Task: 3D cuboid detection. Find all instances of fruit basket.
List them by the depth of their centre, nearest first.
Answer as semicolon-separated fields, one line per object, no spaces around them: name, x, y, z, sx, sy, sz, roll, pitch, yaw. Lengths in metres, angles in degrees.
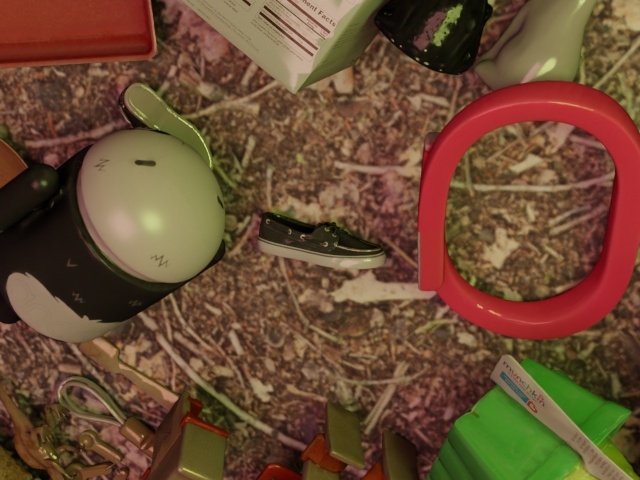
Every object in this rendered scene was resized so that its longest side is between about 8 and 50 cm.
fruit basket;0.271;0.287;1.165;0.353;0.165;0.327;38;153;16

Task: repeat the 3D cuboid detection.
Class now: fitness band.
fitness band;0.196;-0.022;1.159;0.209;0.054;0.291;2;129;3

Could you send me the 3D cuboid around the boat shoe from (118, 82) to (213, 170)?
boat shoe;-0.165;-0.113;1.304;0.125;0.046;0.038;44;157;-16

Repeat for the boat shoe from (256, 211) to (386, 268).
boat shoe;0.000;0.000;1.282;0.142;0.049;0.040;9;108;17

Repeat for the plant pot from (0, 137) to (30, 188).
plant pot;-0.408;-0.027;1.411;0.236;0.032;0.236;5;108;17

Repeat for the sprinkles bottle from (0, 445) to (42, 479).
sprinkles bottle;-0.471;0.235;1.462;0.355;0.121;0.121;44;114;1

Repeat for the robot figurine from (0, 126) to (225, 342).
robot figurine;-0.225;-0.003;1.264;0.278;0.209;0.173;-31;92;34

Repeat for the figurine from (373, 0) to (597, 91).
figurine;0.188;-0.231;1.091;0.209;0.215;0.092;-56;41;20

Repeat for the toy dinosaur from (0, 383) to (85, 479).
toy dinosaur;-0.333;0.229;1.439;0.093;0.053;0.183;-32;91;39

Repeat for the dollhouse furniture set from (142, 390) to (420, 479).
dollhouse furniture set;-0.056;0.277;1.344;0.259;0.135;0.262;29;115;-16

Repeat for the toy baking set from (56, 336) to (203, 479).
toy baking set;-0.216;0.237;1.432;0.197;0.030;0.256;6;108;16

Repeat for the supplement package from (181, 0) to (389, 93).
supplement package;0.008;-0.268;1.116;0.149;0.194;0.203;40;113;3

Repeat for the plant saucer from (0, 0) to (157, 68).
plant saucer;-0.294;-0.313;1.279;0.259;0.048;0.258;0;106;18
